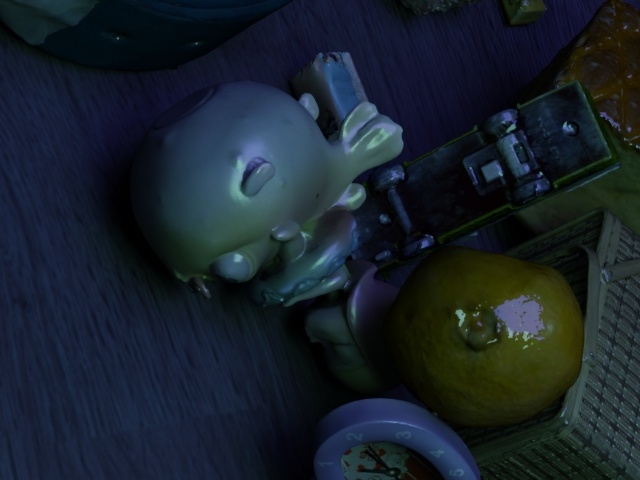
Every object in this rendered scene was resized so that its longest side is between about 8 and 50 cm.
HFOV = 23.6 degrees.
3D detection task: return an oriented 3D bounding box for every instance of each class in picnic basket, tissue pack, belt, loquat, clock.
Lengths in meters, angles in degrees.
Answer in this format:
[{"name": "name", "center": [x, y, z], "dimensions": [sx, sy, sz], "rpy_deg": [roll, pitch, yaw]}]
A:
[{"name": "picnic basket", "center": [0.257, 0.136, 1.671], "dimensions": [0.175, 0.228, 0.313], "rpy_deg": [38, 50, -22]}, {"name": "tissue pack", "center": [0.013, -0.158, 1.727], "dimensions": [0.059, 0.074, 0.094], "rpy_deg": [-9, 72, -38]}, {"name": "belt", "center": [-0.182, -0.339, 1.594], "dimensions": [0.436, 0.173, 0.300], "rpy_deg": [-17, 82, -42]}, {"name": "loquat", "center": [0.159, 0.092, 1.467], "dimensions": [0.187, 0.234, 0.176], "rpy_deg": [30, 88, 6]}, {"name": "clock", "center": [0.071, 0.225, 1.493], "dimensions": [0.172, 0.198, 0.064], "rpy_deg": [1, 40, -6]}]

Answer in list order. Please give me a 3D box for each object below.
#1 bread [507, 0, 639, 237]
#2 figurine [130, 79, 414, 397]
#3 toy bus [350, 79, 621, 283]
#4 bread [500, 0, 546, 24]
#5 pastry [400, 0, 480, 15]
[{"name": "bread", "center": [0.367, -0.104, 1.856], "dimensions": [0.279, 0.207, 0.279], "rpy_deg": [39, 41, -4]}, {"name": "figurine", "center": [0.000, 0.000, 1.543], "dimensions": [0.274, 0.226, 0.394], "rpy_deg": [-41, 109, -9]}, {"name": "toy bus", "center": [0.170, -0.061, 1.643], "dimensions": [0.139, 0.302, 0.113], "rpy_deg": [-3, 69, -67]}, {"name": "bread", "center": [0.258, -0.398, 2.058], "dimensions": [0.088, 0.049, 0.226], "rpy_deg": [-6, 73, -40]}, {"name": "pastry", "center": [0.101, -0.359, 1.881], "dimensions": [0.265, 0.103, 0.112], "rpy_deg": [36, 58, -17]}]
